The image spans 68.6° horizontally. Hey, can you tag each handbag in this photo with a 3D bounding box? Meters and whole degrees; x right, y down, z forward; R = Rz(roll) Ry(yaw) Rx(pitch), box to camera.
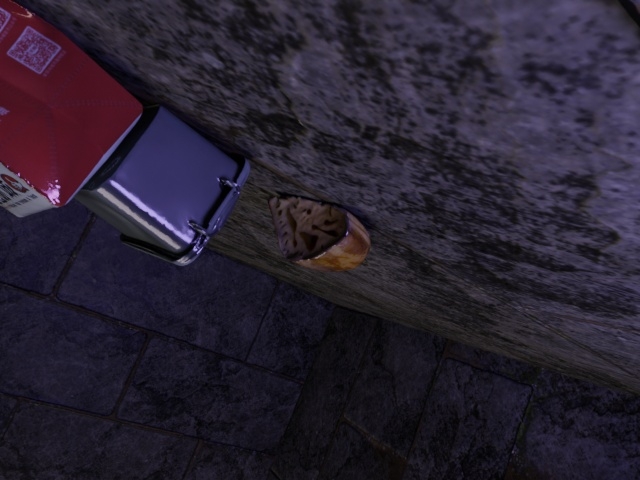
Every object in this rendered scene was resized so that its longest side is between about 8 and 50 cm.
[{"bbox_3d":[-0.343,-0.167,0.436,0.171,0.151,0.298,-3,140,46],"label":"handbag"}]

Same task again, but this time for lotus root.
[{"bbox_3d":[0.003,-0.001,0.697,0.135,0.095,0.159,25,176,-39],"label":"lotus root"}]

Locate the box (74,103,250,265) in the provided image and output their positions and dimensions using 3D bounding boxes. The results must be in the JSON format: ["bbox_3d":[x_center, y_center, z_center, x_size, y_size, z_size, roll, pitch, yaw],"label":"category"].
[{"bbox_3d":[-0.224,-0.079,0.606,0.243,0.163,0.135,13,158,49],"label":"box"}]
